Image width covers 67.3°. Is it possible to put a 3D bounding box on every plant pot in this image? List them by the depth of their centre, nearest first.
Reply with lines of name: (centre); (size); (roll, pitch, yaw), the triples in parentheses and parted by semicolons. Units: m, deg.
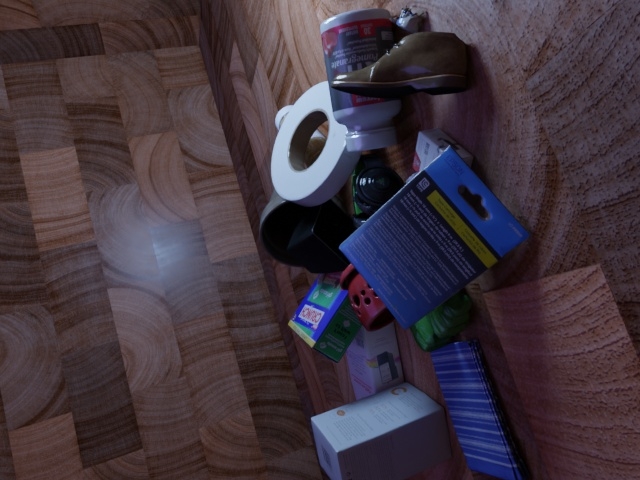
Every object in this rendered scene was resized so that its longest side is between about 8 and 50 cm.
plant pot: (0.165, 0.134, 1.360); (0.174, 0.191, 0.191); (57, 155, 26)
plant pot: (0.000, 0.000, 1.569); (0.167, 0.188, 0.187); (-28, 30, 36)
plant pot: (-0.064, -0.109, 1.773); (0.280, 0.323, 0.323); (-98, 9, -49)

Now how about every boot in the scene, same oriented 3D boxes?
boot: (0.162, -0.369, 1.031); (0.305, 0.112, 0.115); (5, 99, 30)

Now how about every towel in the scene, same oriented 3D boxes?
towel: (0.387, 0.423, 1.214); (0.243, 0.040, 0.336); (126, 130, -68)

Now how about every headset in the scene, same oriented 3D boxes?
headset: (0.131, -0.081, 1.344); (0.394, 0.185, 0.243); (-109, 16, -52)

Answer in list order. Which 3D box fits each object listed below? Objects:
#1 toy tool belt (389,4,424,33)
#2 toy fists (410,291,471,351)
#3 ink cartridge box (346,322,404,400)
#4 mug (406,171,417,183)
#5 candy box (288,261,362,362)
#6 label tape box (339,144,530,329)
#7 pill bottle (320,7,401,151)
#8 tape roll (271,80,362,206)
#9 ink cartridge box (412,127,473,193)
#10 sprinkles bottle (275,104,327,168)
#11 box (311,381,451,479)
toy tool belt: (0.198, -0.502, 1.082); (0.051, 0.052, 0.083); (-59, 42, 20)
toy fists: (0.295, 0.190, 1.213); (0.279, 0.096, 0.142); (107, 153, -59)
ink cartridge box: (0.179, 0.405, 1.650); (0.207, 0.119, 0.354); (-172, 71, -69)
mug: (0.255, -0.132, 1.173); (0.062, 0.078, 0.064); (-37, 74, 35)
candy box: (0.053, 0.206, 1.588); (0.122, 0.317, 0.268); (34, 174, -21)
label tape box: (0.240, -0.003, 1.041); (0.333, 0.106, 0.241); (-43, 79, 26)
pill bottle: (0.108, -0.390, 1.203); (0.176, 0.176, 0.319); (-159, 57, -67)
tape roll: (-0.014, -0.296, 1.483); (0.392, 0.072, 0.392); (-24, 58, 44)
ink cartridge box: (0.271, -0.174, 1.074); (0.135, 0.056, 0.099); (-123, 26, -42)
sprinkles bottle: (-0.054, -0.370, 1.768); (0.355, 0.121, 0.121); (-123, 27, -43)
box: (0.177, 0.586, 1.431); (0.215, 0.345, 0.168); (-165, 62, -69)
